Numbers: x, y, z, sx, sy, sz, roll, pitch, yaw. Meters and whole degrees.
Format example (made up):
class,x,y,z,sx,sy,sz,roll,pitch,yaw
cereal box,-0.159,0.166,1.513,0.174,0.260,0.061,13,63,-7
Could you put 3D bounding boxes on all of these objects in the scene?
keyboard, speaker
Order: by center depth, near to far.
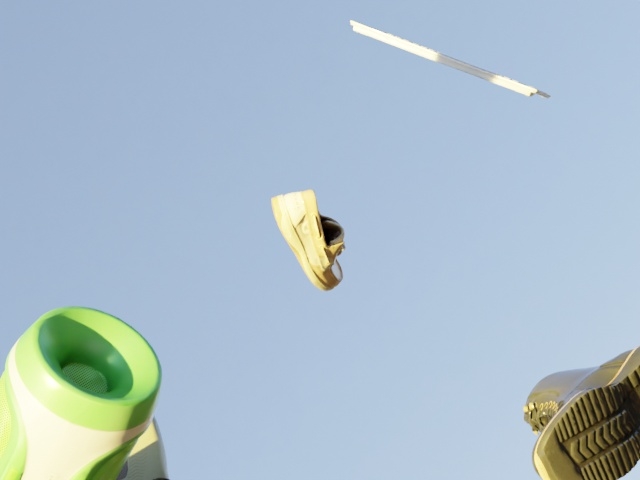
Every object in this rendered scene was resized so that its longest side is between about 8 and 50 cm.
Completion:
class,x,y,z,sx,sy,sz,roll,pitch,yaw
speaker,-0.233,0.194,1.543,0.131,0.131,0.296,-10,-40,-46
keyboard,0.159,-0.222,2.350,0.072,0.256,0.014,-9,-60,-67

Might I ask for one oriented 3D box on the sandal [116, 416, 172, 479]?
class,x,y,z,sx,sy,sz,roll,pitch,yaw
sandal,-0.170,0.239,1.673,0.120,0.303,0.086,-12,-42,-15

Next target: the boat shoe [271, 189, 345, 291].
class,x,y,z,sx,sy,sz,roll,pitch,yaw
boat shoe,0.000,0.000,2.167,0.059,0.063,0.170,-21,-36,9

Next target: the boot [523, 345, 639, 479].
class,x,y,z,sx,sy,sz,roll,pitch,yaw
boot,0.202,0.156,1.583,0.137,0.077,0.198,-16,7,45
